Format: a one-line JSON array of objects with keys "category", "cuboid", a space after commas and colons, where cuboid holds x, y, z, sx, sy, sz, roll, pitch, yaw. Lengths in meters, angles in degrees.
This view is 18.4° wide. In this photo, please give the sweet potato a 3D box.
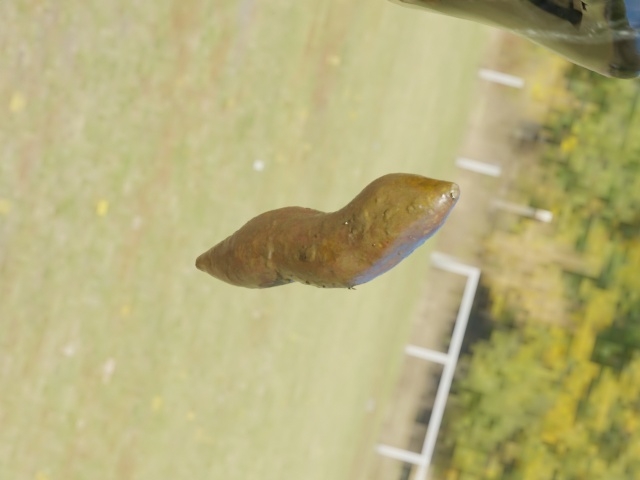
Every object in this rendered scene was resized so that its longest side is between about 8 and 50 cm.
[{"category": "sweet potato", "cuboid": [0.000, 0.003, 1.270, 0.051, 0.218, 0.065, 32, 53, -43]}]

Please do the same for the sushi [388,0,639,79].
[{"category": "sushi", "cuboid": [0.102, -0.290, 1.179, 0.176, 0.417, 0.417, -45, 162, -25]}]
